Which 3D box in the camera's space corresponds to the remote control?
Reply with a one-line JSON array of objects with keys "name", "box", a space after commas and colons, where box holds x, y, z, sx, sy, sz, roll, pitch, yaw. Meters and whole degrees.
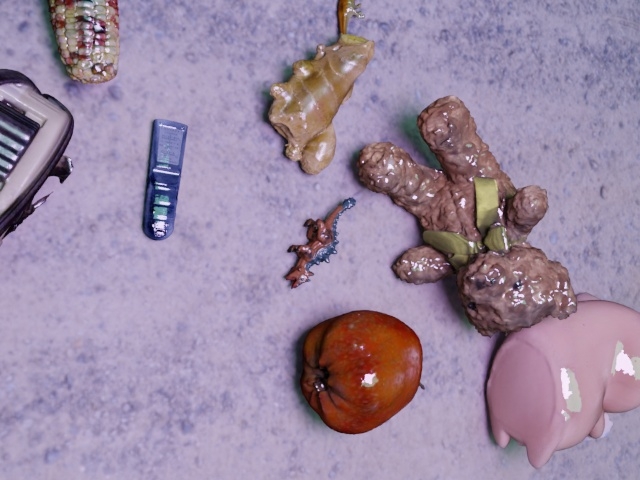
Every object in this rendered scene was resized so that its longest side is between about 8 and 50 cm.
[{"name": "remote control", "box": [-0.196, -0.076, 0.883, 0.044, 0.027, 0.152, 7, 82, -20]}]

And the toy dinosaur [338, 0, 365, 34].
[{"name": "toy dinosaur", "box": [0.045, -0.326, 1.005, 0.041, 0.026, 0.113, 0, 78, -18]}]

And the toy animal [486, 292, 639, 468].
[{"name": "toy animal", "box": [0.391, 0.198, 1.047, 0.256, 0.195, 0.212, -9, 99, -27]}]

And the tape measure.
[{"name": "tape measure", "box": [-0.328, -0.065, 0.686, 0.133, 0.271, 0.231, 32, 76, -20]}]

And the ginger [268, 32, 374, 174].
[{"name": "ginger", "box": [-0.009, -0.199, 0.947, 0.115, 0.081, 0.205, 21, 85, -9]}]

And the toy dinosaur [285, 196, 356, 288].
[{"name": "toy dinosaur", "box": [0.000, 0.000, 0.954, 0.055, 0.049, 0.154, 40, 77, -15]}]

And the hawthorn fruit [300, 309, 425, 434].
[{"name": "hawthorn fruit", "box": [0.075, 0.165, 0.933, 0.203, 0.163, 0.162, -7, 90, -39]}]

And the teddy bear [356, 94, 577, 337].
[{"name": "teddy bear", "box": [0.195, -0.013, 0.959, 0.296, 0.246, 0.222, 38, 33, -35]}]

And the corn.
[{"name": "corn", "box": [-0.283, -0.308, 0.826, 0.086, 0.086, 0.253, -9, 93, -25]}]
